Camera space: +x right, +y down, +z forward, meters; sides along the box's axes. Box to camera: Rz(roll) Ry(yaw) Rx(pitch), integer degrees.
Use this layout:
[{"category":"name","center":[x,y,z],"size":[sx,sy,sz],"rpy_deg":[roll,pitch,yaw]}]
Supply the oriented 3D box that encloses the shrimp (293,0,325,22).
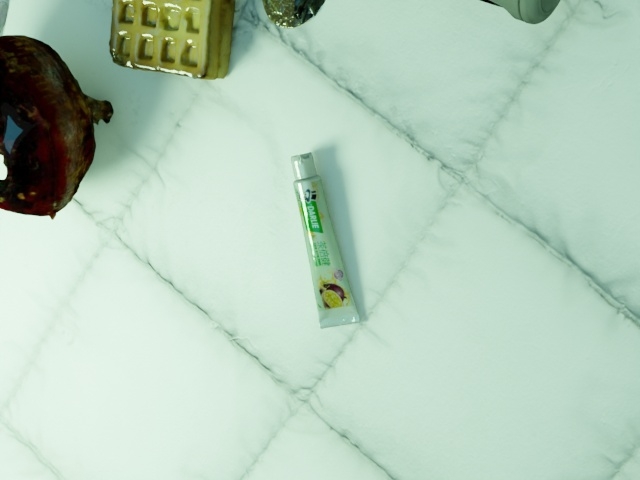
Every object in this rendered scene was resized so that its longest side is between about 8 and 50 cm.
[{"category":"shrimp","center":[0.017,-0.544,1.636],"size":[0.272,0.085,0.445],"rpy_deg":[-8,63,63]}]

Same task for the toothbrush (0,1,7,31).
[{"category":"toothbrush","center":[-0.691,-0.318,2.111],"size":[0.029,0.024,0.354],"rpy_deg":[21,104,26]}]

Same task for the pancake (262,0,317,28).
[{"category":"pancake","center":[-0.054,-0.431,1.821],"size":[0.115,0.011,0.115],"rpy_deg":[3,97,24]}]

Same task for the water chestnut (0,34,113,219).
[{"category":"water chestnut","center":[-0.534,-0.212,1.930],"size":[0.350,0.302,0.350],"rpy_deg":[33,135,41]}]

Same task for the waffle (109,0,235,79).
[{"category":"waffle","center":[-0.260,-0.461,1.842],"size":[0.224,0.098,0.328],"rpy_deg":[12,105,16]}]

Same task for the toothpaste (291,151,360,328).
[{"category":"toothpaste","center":[0.000,0.000,1.830],"size":[0.058,0.056,0.314],"rpy_deg":[-5,100,65]}]

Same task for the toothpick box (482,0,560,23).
[{"category":"toothpick box","center":[0.230,-0.486,1.577],"size":[0.316,0.229,0.229],"rpy_deg":[24,105,21]}]
